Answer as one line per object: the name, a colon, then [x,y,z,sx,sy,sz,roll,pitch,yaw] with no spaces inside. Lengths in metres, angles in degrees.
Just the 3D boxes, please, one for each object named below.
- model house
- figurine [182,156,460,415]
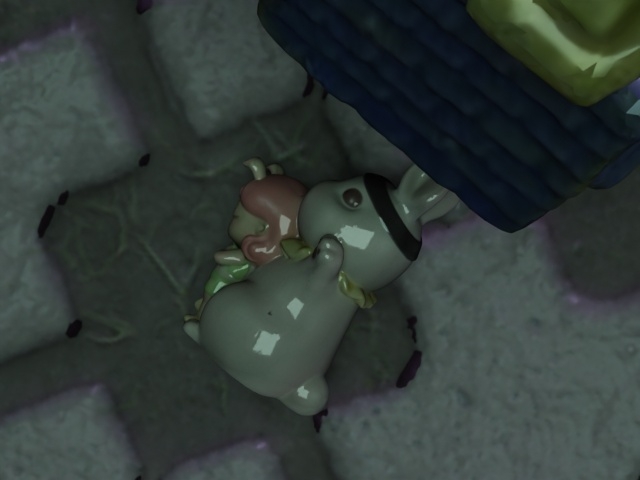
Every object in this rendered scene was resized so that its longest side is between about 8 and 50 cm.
model house: [0.069,-0.174,0.509,0.321,0.266,0.261,42,112,0]
figurine: [-0.004,0.000,0.639,0.098,0.081,0.146,33,97,-1]
